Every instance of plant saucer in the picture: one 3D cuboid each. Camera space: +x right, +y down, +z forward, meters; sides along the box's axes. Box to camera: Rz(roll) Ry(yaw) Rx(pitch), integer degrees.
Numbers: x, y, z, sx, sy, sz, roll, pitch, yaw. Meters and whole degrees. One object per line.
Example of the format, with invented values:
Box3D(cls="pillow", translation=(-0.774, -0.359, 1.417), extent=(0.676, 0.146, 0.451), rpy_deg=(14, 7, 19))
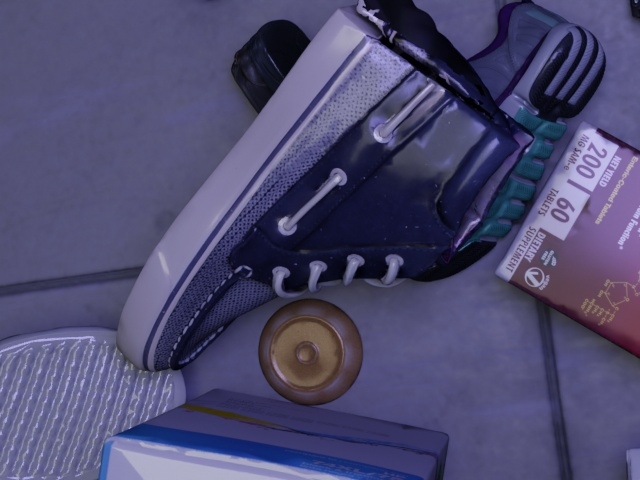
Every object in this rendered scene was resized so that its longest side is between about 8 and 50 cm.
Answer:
Box3D(cls="plant saucer", translation=(-0.009, 0.087, 1.097), extent=(0.083, 0.015, 0.083), rpy_deg=(0, 90, 11))

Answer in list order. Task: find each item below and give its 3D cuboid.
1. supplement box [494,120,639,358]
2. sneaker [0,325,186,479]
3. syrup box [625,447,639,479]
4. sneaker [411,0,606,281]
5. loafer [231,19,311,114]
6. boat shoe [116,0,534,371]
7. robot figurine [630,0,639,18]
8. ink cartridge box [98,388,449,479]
Box3D(cls="supplement box", translation=(0.260, 0.029, 1.016), extent=(0.239, 0.073, 0.130), rpy_deg=(30, 95, 8))
Box3D(cls="sneaker", translation=(-0.268, 0.147, 1.102), extent=(0.321, 0.127, 0.126), rpy_deg=(-16, 90, -14))
Box3D(cls="syrup box", translation=(0.332, 0.204, 0.972), extent=(0.236, 0.093, 0.096), rpy_deg=(-3, 129, 13))
Box3D(cls="sneaker", translation=(0.118, -0.076, 1.057), extent=(0.224, 0.083, 0.098), rpy_deg=(-55, 46, 16))
Box3D(cls="loafer", translation=(-0.006, -0.085, 1.082), extent=(0.061, 0.062, 0.170), rpy_deg=(-29, 92, 48))
Box3D(cls="boat shoe", translation=(0.000, 0.000, 0.990), extent=(0.158, 0.127, 0.340), rpy_deg=(41, 113, 10))
Box3D(cls="robot figurine", translation=(0.308, -0.248, 0.946), extent=(0.085, 0.211, 0.291), rpy_deg=(3, 115, -26))
Box3D(cls="ink cartridge box", translation=(-0.030, 0.226, 0.972), extent=(0.197, 0.270, 0.198), rpy_deg=(9, 92, 9))
